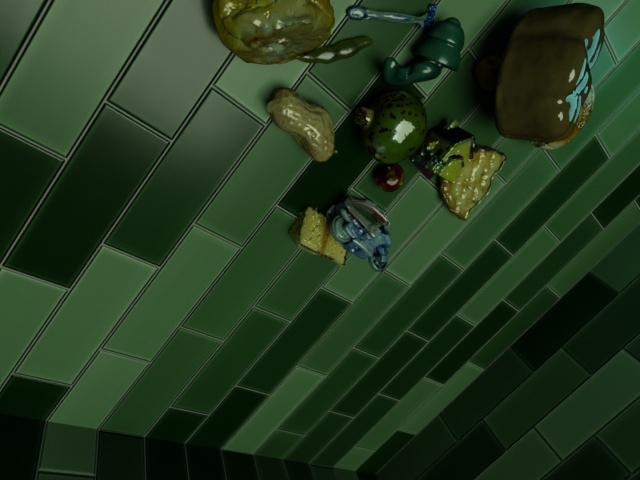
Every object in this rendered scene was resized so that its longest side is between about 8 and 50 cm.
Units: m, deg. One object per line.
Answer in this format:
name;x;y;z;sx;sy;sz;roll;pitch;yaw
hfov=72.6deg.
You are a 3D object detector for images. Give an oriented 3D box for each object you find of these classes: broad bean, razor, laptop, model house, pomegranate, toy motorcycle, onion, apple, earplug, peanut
broad bean;0.036;-0.610;1.418;0.297;0.043;0.060;-17;117;-11
razor;0.240;-0.730;1.420;0.324;0.056;0.093;-5;125;-20
laptop;0.478;-0.364;1.789;0.207;0.026;0.154;-47;125;10
model house;0.471;-0.355;1.654;0.170;0.194;0.211;25;109;-29
pomegranate;0.245;-0.400;1.535;0.270;0.254;0.254;10;118;-18
toy motorcycle;0.184;-0.044;1.737;0.319;0.182;0.241;38;81;-22
onion;0.273;-0.245;1.721;0.117;0.118;0.119;-9;128;9
apple;0.640;-0.622;1.620;0.126;0.126;0.102;-22;151;-9
earplug;0.355;-0.633;1.478;0.257;0.164;0.280;24;109;-19
peanut;-0.051;-0.398;1.467;0.291;0.143;0.159;38;68;-32

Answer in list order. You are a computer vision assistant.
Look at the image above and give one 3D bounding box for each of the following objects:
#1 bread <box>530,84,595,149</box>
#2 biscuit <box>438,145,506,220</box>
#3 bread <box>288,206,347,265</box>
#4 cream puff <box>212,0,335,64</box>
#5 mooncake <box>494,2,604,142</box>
bread;1.016;-0.530;1.816;0.192;0.171;0.314;3;122;-28
biscuit;0.669;-0.265;1.908;0.335;0.078;0.329;-33;126;-1
bread;0.000;0.000;1.777;0.266;0.178;0.142;27;140;-32
cream puff;-0.134;-0.652;1.203;0.324;0.291;0.257;-14;97;3
mooncake;0.813;-0.577;1.552;0.467;0.262;0.467;-30;129;-46
